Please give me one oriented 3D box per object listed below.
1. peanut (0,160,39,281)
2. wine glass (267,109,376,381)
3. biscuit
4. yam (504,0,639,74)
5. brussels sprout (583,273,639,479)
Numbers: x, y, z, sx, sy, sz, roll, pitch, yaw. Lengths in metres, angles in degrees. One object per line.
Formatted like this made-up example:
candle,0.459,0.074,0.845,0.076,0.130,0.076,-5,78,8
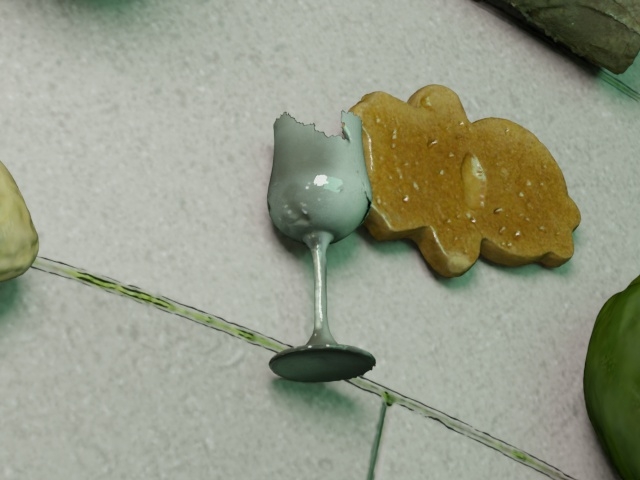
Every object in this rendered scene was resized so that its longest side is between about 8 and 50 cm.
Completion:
peanut,-0.269,-0.046,0.881,0.214,0.090,0.098,33,16,-12
wine glass,0.000,0.000,1.030,0.079,0.079,0.195,11,63,-26
biscuit,0.117,-0.046,1.149,0.225,0.036,0.166,6,66,-32
yam,0.183,-0.290,1.229,0.304,0.168,0.168,32,55,-12
brussels sprout,0.383,0.156,1.068,0.371,0.315,0.276,36,77,-18
